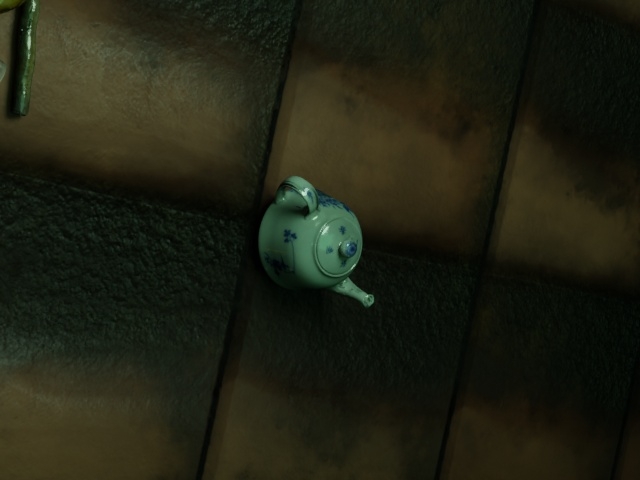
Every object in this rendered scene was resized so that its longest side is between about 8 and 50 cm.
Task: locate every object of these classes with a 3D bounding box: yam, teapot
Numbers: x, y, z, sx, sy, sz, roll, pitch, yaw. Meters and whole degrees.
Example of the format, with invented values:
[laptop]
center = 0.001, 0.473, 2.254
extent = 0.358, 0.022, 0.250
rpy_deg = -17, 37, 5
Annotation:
[yam]
center = -0.370, -0.274, 1.471
extent = 0.029, 0.027, 0.234
rpy_deg = -13, 109, -72
[teapot]
center = 0.000, 0.000, 1.731
extent = 0.159, 0.159, 0.232
rpy_deg = -42, 121, -25

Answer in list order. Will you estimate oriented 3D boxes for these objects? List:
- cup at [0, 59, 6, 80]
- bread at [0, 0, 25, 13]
[cup]
center = -0.536, -0.210, 1.272
extent = 0.273, 0.288, 0.208
rpy_deg = 56, 29, -29
[bread]
center = -0.412, -0.368, 1.407
extent = 0.149, 0.065, 0.187
rpy_deg = -5, 104, -26
